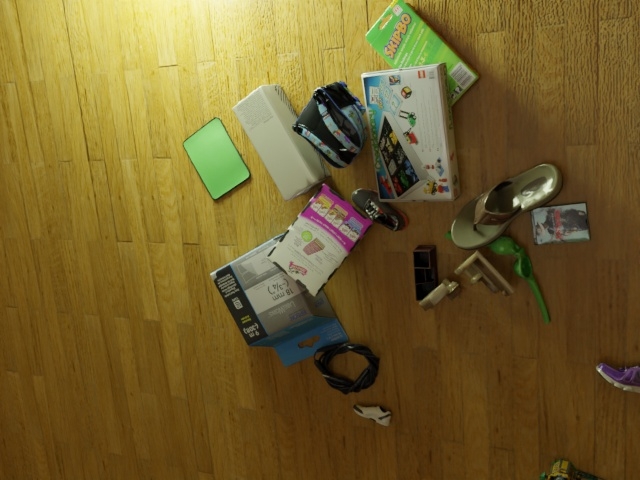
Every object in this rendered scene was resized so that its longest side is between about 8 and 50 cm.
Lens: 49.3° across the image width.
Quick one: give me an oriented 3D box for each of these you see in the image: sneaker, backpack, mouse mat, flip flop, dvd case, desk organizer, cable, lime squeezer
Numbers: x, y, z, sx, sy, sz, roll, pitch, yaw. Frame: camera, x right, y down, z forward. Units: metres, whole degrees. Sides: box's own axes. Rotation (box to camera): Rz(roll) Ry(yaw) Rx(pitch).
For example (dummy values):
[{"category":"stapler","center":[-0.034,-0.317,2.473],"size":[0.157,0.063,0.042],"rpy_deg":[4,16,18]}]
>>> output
[{"category":"sneaker","center":[0.694,0.297,1.530],"size":[0.169,0.068,0.071],"rpy_deg":[15,95,14]},{"category":"backpack","center":[0.043,-0.267,1.645],"size":[0.173,0.117,0.158],"rpy_deg":[49,137,9]},{"category":"sneaker","center":[0.139,-0.075,1.694],"size":[0.157,0.065,0.061],"rpy_deg":[32,116,16]},{"category":"mouse mat","center":[-0.285,-0.221,1.901],"size":[0.152,0.007,0.190],"rpy_deg":[-29,89,30]},{"category":"flip flop","center":[0.399,-0.079,1.533],"size":[0.277,0.080,0.112],"rpy_deg":[-33,62,28]},{"category":"dvd case","center":[0.528,-0.036,1.538],"size":[0.119,0.013,0.087],"rpy_deg":[-4,102,29]},{"category":"desk organizer","center":[0.254,0.080,1.687],"size":[0.047,0.050,0.130],"rpy_deg":[1,104,27]},{"category":"sneaker","center":[0.140,0.456,1.863],"size":[0.109,0.040,0.044],"rpy_deg":[17,95,18]},{"category":"cable","center":[0.076,0.339,1.847],"size":[0.184,0.047,0.151],"rpy_deg":[-17,103,28]},{"category":"lime squeezer","center":[0.428,0.058,1.591],"size":[0.310,0.059,0.110],"rpy_deg":[42,118,10]}]

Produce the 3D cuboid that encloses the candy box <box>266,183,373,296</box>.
[{"category":"candy box","center":[0.000,0.000,1.723],"size":[0.159,0.071,0.233],"rpy_deg":[39,92,5]}]

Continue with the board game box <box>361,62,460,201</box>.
[{"category":"board game box","center":[0.207,-0.241,1.596],"size":[0.192,0.053,0.306],"rpy_deg":[2,110,33]}]

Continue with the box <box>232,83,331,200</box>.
[{"category":"box","center":[-0.096,-0.246,1.748],"size":[0.113,0.094,0.275],"rpy_deg":[-29,91,30]}]

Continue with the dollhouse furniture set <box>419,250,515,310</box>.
[{"category":"dollhouse furniture set","center":[0.334,0.132,1.607],"size":[0.151,0.144,0.123],"rpy_deg":[-42,82,-10]}]

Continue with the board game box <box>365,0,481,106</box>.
[{"category":"board game box","center":[0.227,-0.414,1.571],"size":[0.259,0.039,0.124],"rpy_deg":[47,120,5]}]

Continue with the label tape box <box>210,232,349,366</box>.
[{"category":"label tape box","center":[-0.111,0.177,1.868],"size":[0.240,0.106,0.334],"rpy_deg":[-28,90,30]}]

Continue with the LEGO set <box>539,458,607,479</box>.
[{"category":"LEGO set","center":[0.633,0.672,1.580],"size":[0.331,0.192,0.255],"rpy_deg":[23,113,19]}]
